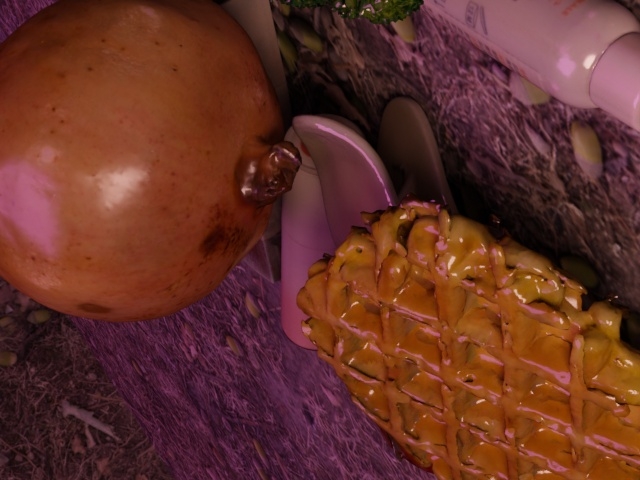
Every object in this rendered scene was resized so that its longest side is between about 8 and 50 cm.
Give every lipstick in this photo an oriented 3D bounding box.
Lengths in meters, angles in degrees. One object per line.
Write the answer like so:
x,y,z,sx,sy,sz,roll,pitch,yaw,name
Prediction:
-0.077,-0.122,1.516,0.080,0.076,0.371,38,149,43,lipstick
0.000,0.000,1.491,0.087,0.087,0.326,48,155,27,lipstick

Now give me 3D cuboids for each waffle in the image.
0.150,0.123,1.180,0.379,0.095,0.382,45,150,-6,waffle

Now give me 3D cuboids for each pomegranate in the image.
-0.168,-0.078,1.291,0.338,0.338,0.338,46,154,30,pomegranate

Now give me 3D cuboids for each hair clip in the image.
0.081,-0.013,1.271,0.172,0.113,0.282,2,120,64,hair clip

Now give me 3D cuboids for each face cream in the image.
0.154,-0.162,0.981,0.269,0.082,0.082,40,151,37,face cream

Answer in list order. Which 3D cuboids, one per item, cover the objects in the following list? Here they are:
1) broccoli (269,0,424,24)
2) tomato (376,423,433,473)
0.010,-0.284,0.891,0.298,0.297,0.297,10,116,22,broccoli
0.089,0.160,1.457,0.228,0.101,0.228,56,169,17,tomato
